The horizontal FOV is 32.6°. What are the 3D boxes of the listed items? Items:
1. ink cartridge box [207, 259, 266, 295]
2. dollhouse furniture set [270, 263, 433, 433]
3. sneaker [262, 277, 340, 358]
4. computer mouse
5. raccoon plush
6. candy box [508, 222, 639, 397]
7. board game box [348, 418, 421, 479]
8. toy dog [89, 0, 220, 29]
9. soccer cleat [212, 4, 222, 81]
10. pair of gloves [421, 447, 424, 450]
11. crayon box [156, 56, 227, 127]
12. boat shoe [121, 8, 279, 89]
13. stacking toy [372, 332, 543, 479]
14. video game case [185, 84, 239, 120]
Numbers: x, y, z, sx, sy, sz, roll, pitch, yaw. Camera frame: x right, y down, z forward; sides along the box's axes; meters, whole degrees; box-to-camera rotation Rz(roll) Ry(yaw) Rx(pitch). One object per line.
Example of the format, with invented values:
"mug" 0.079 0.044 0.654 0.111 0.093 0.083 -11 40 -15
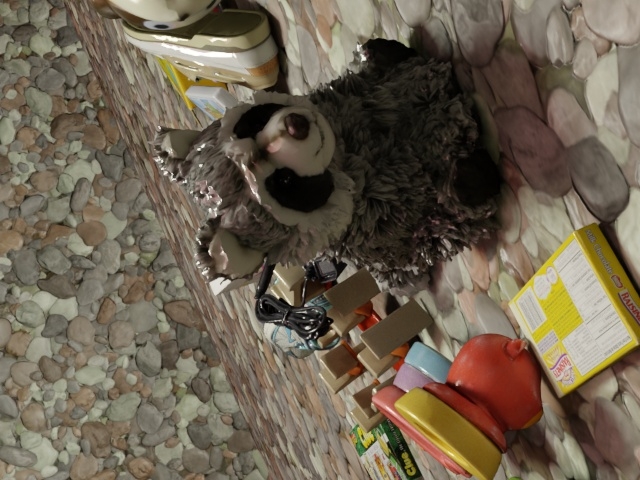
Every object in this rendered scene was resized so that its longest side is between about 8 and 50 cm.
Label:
"ink cartridge box" -0.139 0.029 2.046 0.090 0.143 0.092 -41 72 57
"dollhouse furniture set" 0.056 0.103 1.520 0.259 0.135 0.262 48 159 23
"sneaker" -0.024 0.148 1.848 0.122 0.110 0.283 57 163 25
"computer mouse" 0.000 0.000 1.396 0.184 0.060 0.262 0 74 58
"raccoon plush" 0.005 0.001 1.122 0.216 0.299 0.446 56 162 37
"candy box" 0.225 0.068 0.966 0.105 0.027 0.206 61 165 15
"board game box" 0.105 0.361 1.853 0.260 0.030 0.136 108 140 -69
"toy dog" -0.242 -0.459 1.386 0.395 0.284 0.408 48 158 54
"soccer cleat" -0.193 -0.365 1.730 0.095 0.083 0.248 -10 107 62
"pair of gloves" 0.140 0.270 1.620 0.074 0.010 0.083 -134 26 -56
"crayon box" -0.263 -0.374 1.921 0.202 0.081 0.318 56 171 37
"boat shoe" -0.183 -0.286 1.622 0.302 0.113 0.103 21 142 42
"stacking toy" 0.206 0.211 1.185 0.279 0.130 0.309 41 172 -4
"video game case" -0.112 -0.166 1.681 0.193 0.023 0.212 42 174 -19
